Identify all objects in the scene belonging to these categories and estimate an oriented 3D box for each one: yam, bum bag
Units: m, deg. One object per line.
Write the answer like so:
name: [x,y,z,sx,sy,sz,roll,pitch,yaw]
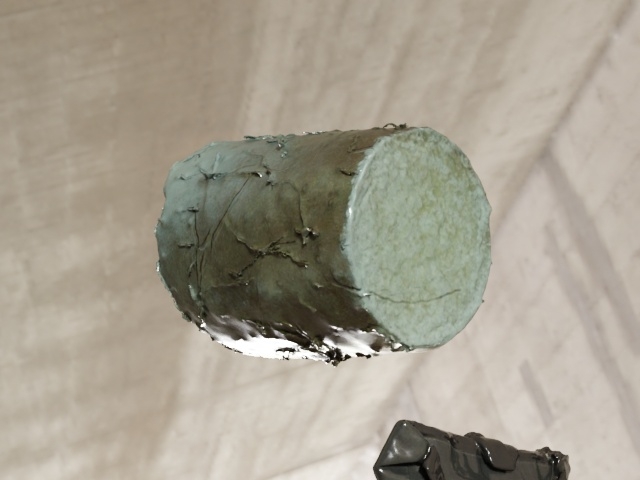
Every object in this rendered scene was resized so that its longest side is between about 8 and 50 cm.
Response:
yam: [0.000,0.000,1.297,0.348,0.241,0.241,-3,-77,56]
bum bag: [0.120,0.185,0.959,0.049,0.198,0.087,2,-103,55]
